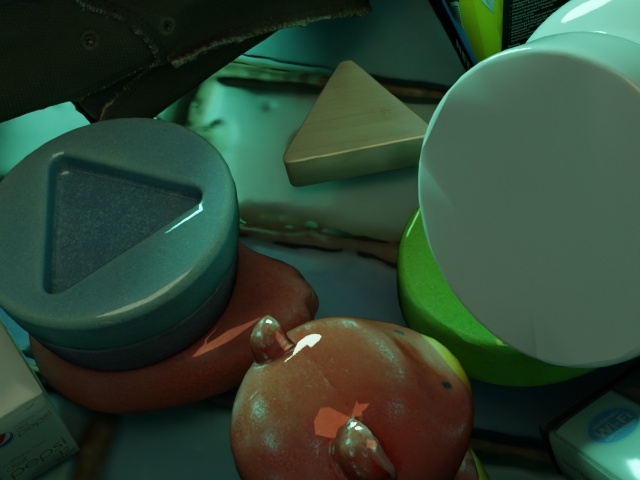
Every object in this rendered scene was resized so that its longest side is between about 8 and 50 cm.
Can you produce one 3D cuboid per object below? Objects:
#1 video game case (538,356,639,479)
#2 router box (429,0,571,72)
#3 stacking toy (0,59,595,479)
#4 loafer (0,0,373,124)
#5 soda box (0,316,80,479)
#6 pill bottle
[{"bbox_3d":[0.271,0.065,0.575,0.275,0.035,0.248,-31,25,-13],"label":"video game case"},{"bbox_3d":[0.088,-0.173,0.765,0.046,0.133,0.179,-18,57,-6],"label":"router box"},{"bbox_3d":[0.000,0.000,0.642,0.309,0.130,0.279,34,65,33],"label":"stacking toy"},{"bbox_3d":[-0.119,-0.127,0.747,0.366,0.130,0.134,-14,36,-31],"label":"loafer"},{"bbox_3d":[-0.211,0.034,0.701,0.069,0.074,0.216,-32,60,-13],"label":"soda box"},{"bbox_3d":[0.171,-0.046,0.584,0.153,0.153,0.265,40,40,26],"label":"pill bottle"}]
